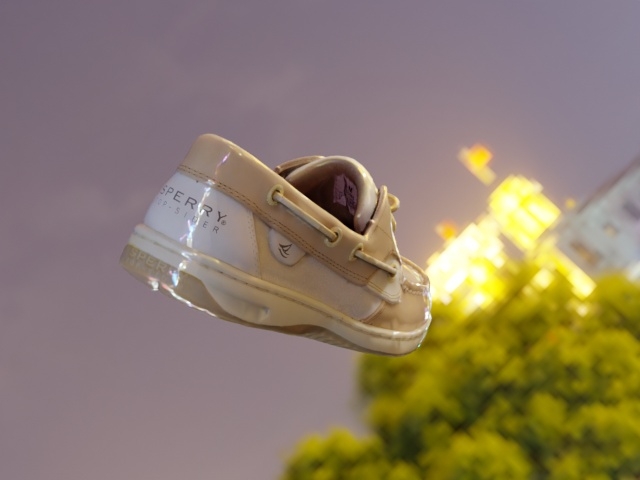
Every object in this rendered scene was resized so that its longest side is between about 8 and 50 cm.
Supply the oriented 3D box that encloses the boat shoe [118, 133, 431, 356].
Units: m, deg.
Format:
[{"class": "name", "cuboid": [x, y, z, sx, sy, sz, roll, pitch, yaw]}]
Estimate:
[{"class": "boat shoe", "cuboid": [0.000, 0.000, 0.637, 0.170, 0.063, 0.059, 13, -78, -64]}]
